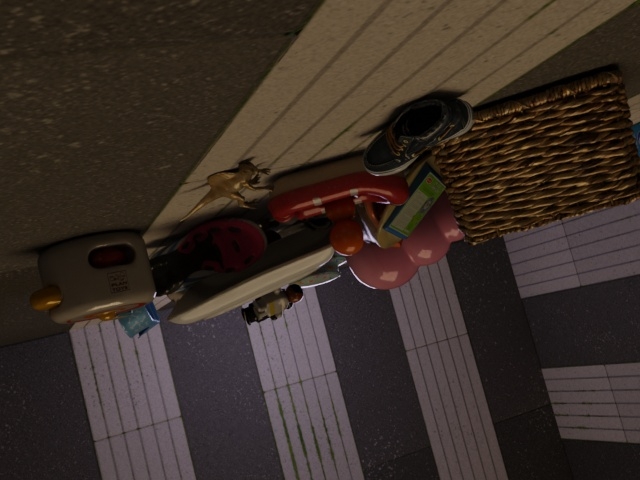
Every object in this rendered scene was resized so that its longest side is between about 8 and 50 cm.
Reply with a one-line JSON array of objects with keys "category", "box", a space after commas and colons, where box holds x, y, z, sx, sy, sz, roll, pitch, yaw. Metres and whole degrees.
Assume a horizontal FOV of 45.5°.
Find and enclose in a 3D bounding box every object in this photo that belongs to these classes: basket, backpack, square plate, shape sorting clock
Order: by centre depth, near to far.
[{"category": "basket", "box": [0.335, -0.163, 1.221, 0.299, 0.223, 0.213, -17, -153, 17]}, {"category": "shape sorting clock", "box": [0.166, -0.075, 1.410, 0.206, 0.040, 0.206, -41, 157, -22]}, {"category": "square plate", "box": [-0.117, 0.060, 1.540, 0.348, 0.049, 0.344, -24, -172, 4]}, {"category": "backpack", "box": [-0.015, 0.053, 2.156, 0.189, 0.144, 0.166, -13, 169, -42]}]

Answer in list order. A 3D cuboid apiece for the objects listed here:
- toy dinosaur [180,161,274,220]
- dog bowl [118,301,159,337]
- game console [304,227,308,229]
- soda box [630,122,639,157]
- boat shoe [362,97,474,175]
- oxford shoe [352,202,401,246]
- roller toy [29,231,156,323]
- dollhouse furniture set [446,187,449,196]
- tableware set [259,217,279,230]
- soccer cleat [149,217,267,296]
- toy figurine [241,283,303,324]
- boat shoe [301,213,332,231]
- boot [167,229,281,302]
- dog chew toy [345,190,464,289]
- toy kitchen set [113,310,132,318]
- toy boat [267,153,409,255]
[{"category": "toy dinosaur", "box": [-0.133, -0.081, 1.143, 0.093, 0.053, 0.183, 11, 151, -40]}, {"category": "dog bowl", "box": [-0.495, 0.170, 2.025, 0.074, 0.165, 0.297, -25, 175, -7]}, {"category": "game console", "box": [0.000, 0.000, 1.895, 0.213, 0.044, 0.361, -41, 172, 24]}, {"category": "soda box", "box": [0.720, -0.222, 1.692, 0.067, 0.071, 0.210, -13, 174, -12]}, {"category": "boat shoe", "box": [0.113, -0.143, 1.038, 0.183, 0.065, 0.083, -27, 166, 36]}, {"category": "oxford shoe", "box": [0.092, -0.049, 1.562, 0.133, 0.129, 0.363, 2, 168, 11]}, {"category": "roller toy", "box": [-0.402, 0.074, 1.379, 0.191, 0.146, 0.209, -16, 173, 8]}, {"category": "dollhouse furniture set", "box": [0.294, -0.125, 1.515, 0.114, 0.081, 0.091, -17, 174, 19]}, {"category": "tableware set", "box": [-0.166, -0.021, 1.676, 0.154, 0.024, 0.104, -19, 176, 30]}, {"category": "soccer cleat", "box": [-0.227, 0.015, 1.558, 0.331, 0.116, 0.143, -21, -167, 33]}, {"category": "toy figurine", "box": [-0.144, 0.104, 1.999, 0.148, 0.212, 0.209, -22, 175, -22]}, {"category": "boat shoe", "box": [-0.013, -0.053, 1.502, 0.078, 0.070, 0.219, -14, 174, -6]}, {"category": "boot", "box": [-0.239, 0.035, 1.789, 0.306, 0.112, 0.115, -22, -145, -22]}, {"category": "dog chew toy", "box": [0.224, -0.016, 1.867, 0.332, 0.206, 0.207, -28, 170, 17]}, {"category": "toy kitchen set", "box": [-0.441, 0.099, 1.636, 0.166, 0.122, 0.207, -17, 174, 18]}, {"category": "toy boat", "box": [0.036, -0.050, 1.262, 0.231, 0.151, 0.151, -15, 174, 6]}]
